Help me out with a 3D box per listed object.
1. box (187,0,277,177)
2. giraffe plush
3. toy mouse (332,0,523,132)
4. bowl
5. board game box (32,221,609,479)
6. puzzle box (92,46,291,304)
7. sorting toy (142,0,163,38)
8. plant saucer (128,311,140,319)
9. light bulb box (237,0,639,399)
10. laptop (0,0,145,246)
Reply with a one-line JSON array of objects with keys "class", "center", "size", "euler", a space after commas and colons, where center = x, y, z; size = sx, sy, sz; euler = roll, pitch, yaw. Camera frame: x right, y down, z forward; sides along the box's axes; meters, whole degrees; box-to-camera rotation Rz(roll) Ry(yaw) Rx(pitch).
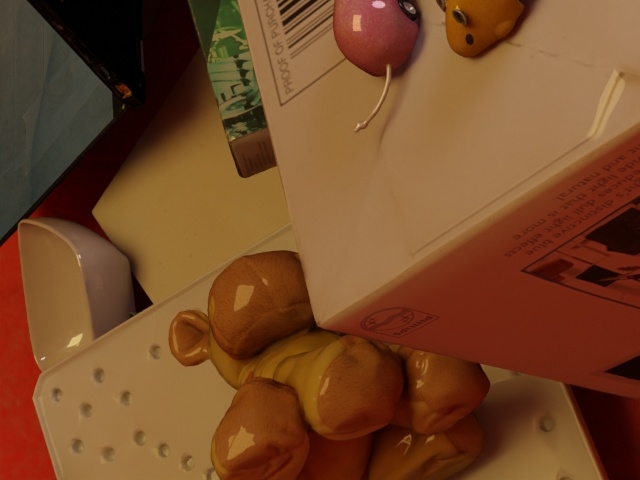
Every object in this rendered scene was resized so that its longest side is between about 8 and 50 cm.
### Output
[{"class": "box", "center": [0.012, -0.217, 1.277], "size": [0.232, 0.058, 0.322], "euler": [-17, 59, -1]}, {"class": "giraffe plush", "center": [-0.010, 0.077, 1.095], "size": [0.210, 0.181, 0.170], "euler": [113, 143, -51]}, {"class": "toy mouse", "center": [0.038, -0.134, 0.819], "size": [0.161, 0.031, 0.143], "euler": [-57, 47, 17]}, {"class": "bowl", "center": [-0.189, 0.051, 1.441], "size": [0.142, 0.053, 0.142], "euler": [23, 123, 58]}, {"class": "board game box", "center": [0.013, 0.189, 1.173], "size": [0.390, 0.050, 0.390], "euler": [-31, 69, 28]}, {"class": "puzzle box", "center": [0.000, 0.000, 1.311], "size": [0.272, 0.052, 0.409], "euler": [-54, 48, 18]}, {"class": "sorting toy", "center": [-0.214, -0.254, 1.600], "size": [0.229, 0.041, 0.307], "euler": [25, 95, 45]}, {"class": "plant saucer", "center": [-0.108, 0.103, 1.363], "size": [0.021, 0.119, 0.119], "euler": [-28, 49, -13]}, {"class": "light bulb box", "center": [0.158, -0.123, 0.979], "size": [0.225, 0.361, 0.358], "euler": [-34, 57, 34]}, {"class": "laptop", "center": [-0.271, -0.259, 1.422], "size": [0.236, 0.408, 0.382], "euler": [-16, 59, 17]}]
